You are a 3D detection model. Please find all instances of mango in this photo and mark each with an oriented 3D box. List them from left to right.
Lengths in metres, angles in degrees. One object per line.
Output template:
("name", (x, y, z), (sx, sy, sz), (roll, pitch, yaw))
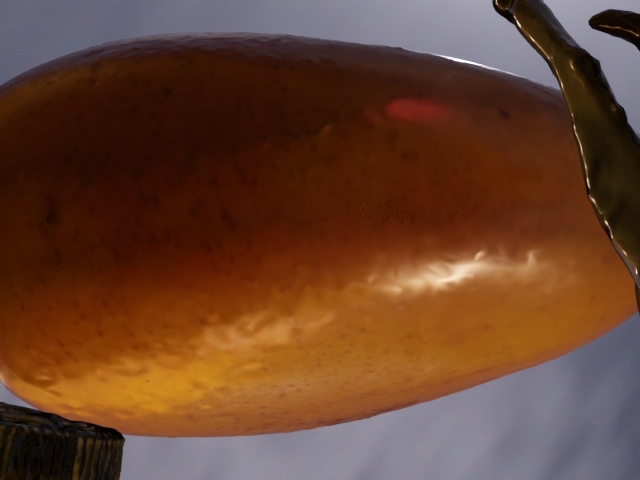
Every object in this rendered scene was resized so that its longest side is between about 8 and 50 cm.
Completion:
("mango", (0.000, 0.000, 0.903), (0.199, 0.350, 0.201), (-62, 150, -74))

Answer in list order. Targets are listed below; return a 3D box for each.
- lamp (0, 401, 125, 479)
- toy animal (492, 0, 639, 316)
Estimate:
("lamp", (-0.117, 0.149, 0.610), (0.223, 0.223, 0.196), (9, -94, 53))
("toy animal", (0.128, 0.031, 0.528), (0.073, 0.217, 0.176), (-29, -148, 9))
